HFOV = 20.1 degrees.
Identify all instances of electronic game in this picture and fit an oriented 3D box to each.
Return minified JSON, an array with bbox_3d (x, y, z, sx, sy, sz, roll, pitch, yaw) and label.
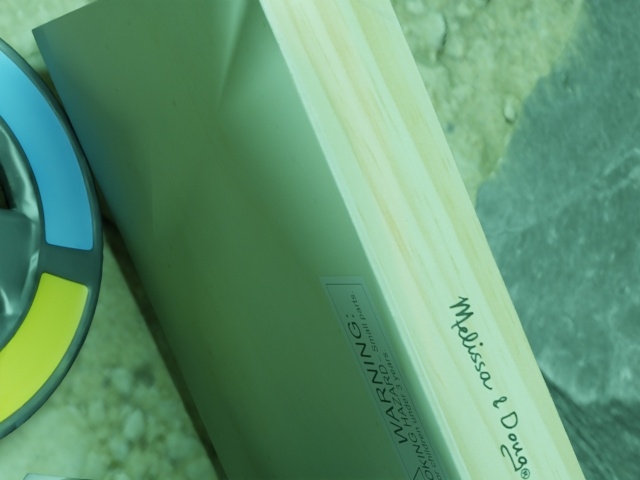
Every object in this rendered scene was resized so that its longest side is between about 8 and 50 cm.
[{"bbox_3d":[-0.202,-0.008,0.816,0.229,0.048,0.229,10,73,-33],"label":"electronic game"}]

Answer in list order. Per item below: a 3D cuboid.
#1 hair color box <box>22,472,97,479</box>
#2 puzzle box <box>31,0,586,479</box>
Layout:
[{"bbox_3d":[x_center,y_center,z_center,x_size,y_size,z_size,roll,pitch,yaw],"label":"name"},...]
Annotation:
[{"bbox_3d":[-0.124,0.263,0.708,0.105,0.174,0.347,54,52,-33],"label":"hair color box"},{"bbox_3d":[0.013,0.071,0.785,0.052,0.272,0.409,-27,101,-23],"label":"puzzle box"}]
